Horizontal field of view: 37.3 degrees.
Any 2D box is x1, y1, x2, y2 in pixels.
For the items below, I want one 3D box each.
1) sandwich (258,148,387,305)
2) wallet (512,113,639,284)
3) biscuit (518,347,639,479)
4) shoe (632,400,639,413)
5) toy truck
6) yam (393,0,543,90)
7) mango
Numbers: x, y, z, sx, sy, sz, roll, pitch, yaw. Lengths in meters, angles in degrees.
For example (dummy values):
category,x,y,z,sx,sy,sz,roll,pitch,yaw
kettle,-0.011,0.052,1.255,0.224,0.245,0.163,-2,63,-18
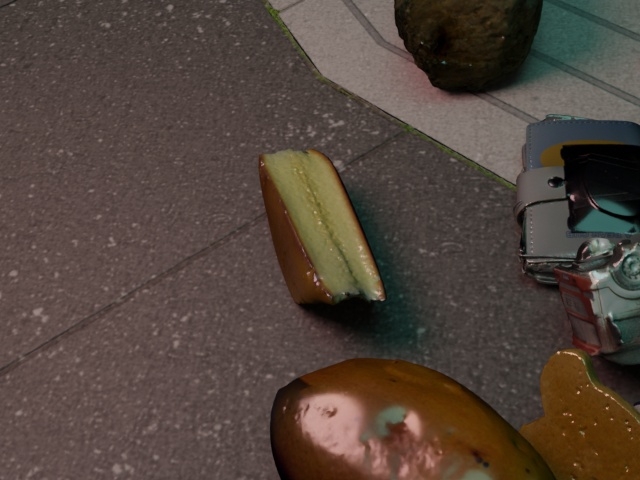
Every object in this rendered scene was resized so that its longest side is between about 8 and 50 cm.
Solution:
category,x,y,z,sx,sy,sz,roll,pitch,yaw
sandwich,0.000,0.000,1.078,0.094,0.096,0.258,-13,48,-10
wallet,0.308,-0.051,1.087,0.170,0.069,0.231,5,49,11
biscuit,0.278,0.206,0.835,0.035,0.158,0.240,2,26,-44
shoe,0.374,0.215,0.854,0.207,0.091,0.106,15,82,19
toy truck,0.380,0.043,0.947,0.270,0.135,0.114,-14,5,-5
yam,0.201,-0.355,1.282,0.195,0.195,0.300,2,50,10
mango,0.086,0.213,0.851,0.287,0.153,0.201,26,69,29
